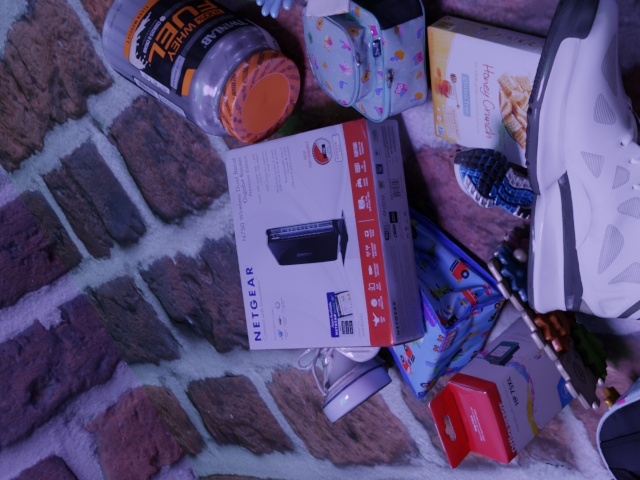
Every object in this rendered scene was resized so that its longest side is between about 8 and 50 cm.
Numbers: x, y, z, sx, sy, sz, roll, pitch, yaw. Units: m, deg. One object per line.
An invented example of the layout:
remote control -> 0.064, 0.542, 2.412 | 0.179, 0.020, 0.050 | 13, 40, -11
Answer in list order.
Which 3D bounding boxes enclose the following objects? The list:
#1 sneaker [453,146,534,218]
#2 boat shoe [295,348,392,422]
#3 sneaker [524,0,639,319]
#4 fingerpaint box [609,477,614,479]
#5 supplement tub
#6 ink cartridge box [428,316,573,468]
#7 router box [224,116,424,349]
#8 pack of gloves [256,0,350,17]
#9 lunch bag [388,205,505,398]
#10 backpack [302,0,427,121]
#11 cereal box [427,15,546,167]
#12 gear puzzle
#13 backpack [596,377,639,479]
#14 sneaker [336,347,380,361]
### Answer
sneaker -> 0.220, -0.081, 1.276 | 0.083, 0.071, 0.191 | 33, -174, 41
boat shoe -> 0.039, 0.211, 1.711 | 0.156, 0.136, 0.367 | 54, -173, 4
sneaker -> 0.370, -0.078, 1.073 | 0.258, 0.169, 0.447 | 8, 136, 21
fingerpaint box -> 0.509, 0.596, 1.328 | 0.371, 0.163, 0.444 | 45, 147, 47
supplement tub -> -0.195, -0.296, 1.587 | 0.316, 0.193, 0.193 | 34, 143, 29
ink cartridge box -> 0.274, 0.231, 1.425 | 0.078, 0.231, 0.134 | 9, 127, 50
router box -> 0.000, 0.000, 1.503 | 0.301, 0.082, 0.335 | -8, 89, 41
pack of gloves -> -0.026, -0.412, 1.272 | 0.195, 0.046, 0.232 | 8, 91, 50
lunch bag -> 0.139, 0.071, 1.574 | 0.293, 0.138, 0.221 | 50, 152, 25
backpack -> 0.066, -0.256, 1.316 | 0.166, 0.144, 0.188 | 43, 160, 45
cereal box -> 0.248, -0.183, 1.240 | 0.240, 0.047, 0.173 | 25, 138, 39
gear puzzle -> 0.350, 0.137, 1.316 | 0.044, 0.175, 0.339 | -34, 92, 26
backpack -> 0.483, 0.244, 1.186 | 0.225, 0.191, 0.253 | 53, 133, 8
sneaker -> 0.032, 0.101, 1.666 | 0.282, 0.102, 0.161 | 58, -179, 27
